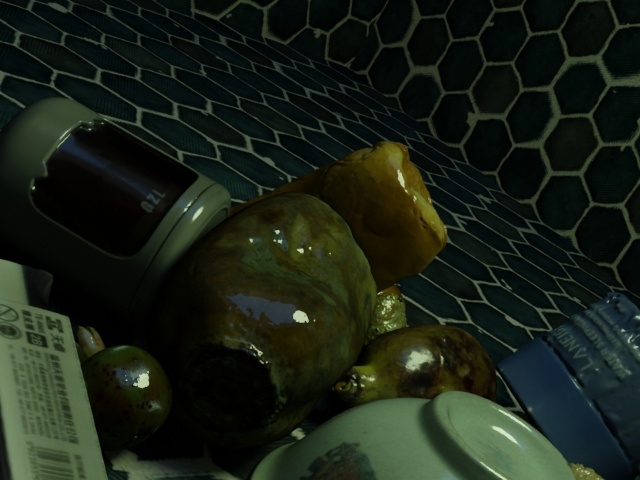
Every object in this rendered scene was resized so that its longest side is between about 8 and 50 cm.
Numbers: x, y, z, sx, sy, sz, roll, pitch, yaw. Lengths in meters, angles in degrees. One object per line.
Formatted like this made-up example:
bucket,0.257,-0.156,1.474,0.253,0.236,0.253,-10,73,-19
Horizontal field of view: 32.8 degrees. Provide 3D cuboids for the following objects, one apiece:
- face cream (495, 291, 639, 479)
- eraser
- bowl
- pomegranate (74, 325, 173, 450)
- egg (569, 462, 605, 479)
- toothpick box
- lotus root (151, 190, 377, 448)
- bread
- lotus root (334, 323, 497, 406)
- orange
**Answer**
face cream,0.416,0.227,1.601,0.249,0.225,0.249,56,1,-2
eraser,-0.281,0.159,1.019,0.098,0.096,0.404,19,21,-30
bowl,0.152,0.293,1.186,0.435,0.196,0.435,27,19,-10
pomegranate,-0.216,0.147,1.114,0.114,0.114,0.142,6,40,-53
egg,0.349,0.365,1.437,0.118,0.116,0.140,14,50,-53
toothpick box,-0.296,-0.045,1.391,0.316,0.229,0.229,31,18,6
lotus root,-0.071,0.099,1.269,0.250,0.250,0.346,31,23,0
bread,-0.001,0.004,1.474,0.195,0.344,0.149,65,24,2
lotus root,0.141,0.198,1.477,0.314,0.141,0.169,2,73,-46
orange,0.058,0.119,1.590,0.134,0.156,0.156,-22,40,-13
